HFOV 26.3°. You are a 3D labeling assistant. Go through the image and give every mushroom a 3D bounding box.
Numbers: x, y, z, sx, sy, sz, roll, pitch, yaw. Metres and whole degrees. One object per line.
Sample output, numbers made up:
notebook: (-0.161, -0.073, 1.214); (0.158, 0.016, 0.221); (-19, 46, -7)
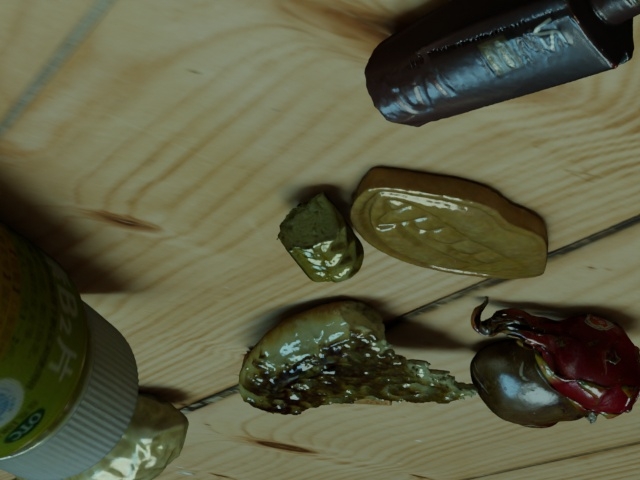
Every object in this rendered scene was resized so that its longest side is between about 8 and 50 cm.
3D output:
mushroom: (0.240, 0.164, 1.492); (0.170, 0.080, 0.135); (23, 164, -29)

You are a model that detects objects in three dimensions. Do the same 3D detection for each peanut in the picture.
peanut: (-0.311, 0.285, 1.902); (0.325, 0.140, 0.153); (-15, 169, 36)

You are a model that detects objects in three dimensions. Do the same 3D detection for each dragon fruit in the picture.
dragon fruit: (0.239, 0.105, 1.341); (0.190, 0.094, 0.094); (30, 154, -11)

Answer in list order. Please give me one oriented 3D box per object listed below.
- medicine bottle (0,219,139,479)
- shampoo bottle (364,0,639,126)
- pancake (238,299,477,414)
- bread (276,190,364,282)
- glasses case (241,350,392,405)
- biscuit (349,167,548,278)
medicine bottle: (-0.334, 0.093, 1.274); (0.224, 0.224, 0.384); (-1, 157, 20)
shampoo bottle: (0.126, -0.122, 0.790); (0.068, 0.067, 0.236); (31, 150, -30)
pancake: (0.044, 0.140, 1.489); (0.244, 0.057, 0.266); (11, 153, -12)
bread: (0.000, 0.000, 1.163); (0.066, 0.060, 0.110); (17, 166, 19)
glasses case: (-0.001, 0.155, 1.593); (0.170, 0.041, 0.064); (1, 138, 15)
biscuit: (0.107, -0.008, 1.150); (0.142, 0.029, 0.221); (-12, 153, 40)
